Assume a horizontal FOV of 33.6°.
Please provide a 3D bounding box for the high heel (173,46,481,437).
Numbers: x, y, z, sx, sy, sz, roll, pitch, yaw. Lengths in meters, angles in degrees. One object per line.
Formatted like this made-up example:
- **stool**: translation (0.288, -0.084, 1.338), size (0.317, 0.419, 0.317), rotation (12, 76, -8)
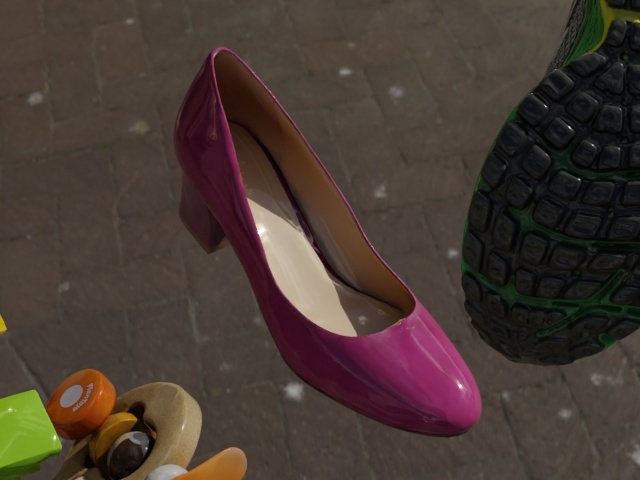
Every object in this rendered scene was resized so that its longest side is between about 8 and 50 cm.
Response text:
- **high heel**: translation (0.000, 0.000, 0.891), size (0.377, 0.181, 0.127), rotation (37, 47, 26)

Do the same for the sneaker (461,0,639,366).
- **sneaker**: translation (0.195, -0.079, 0.659), size (0.134, 0.146, 0.344), rotation (26, 89, 10)

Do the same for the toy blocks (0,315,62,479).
- **toy blocks**: translation (-0.305, 0.200, 0.729), size (0.190, 0.261, 0.381), rotation (-13, 55, -34)

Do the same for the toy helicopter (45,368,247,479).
- **toy helicopter**: translation (-0.227, 0.306, 1.128), size (0.234, 0.140, 0.355), rotation (-4, 46, 35)
